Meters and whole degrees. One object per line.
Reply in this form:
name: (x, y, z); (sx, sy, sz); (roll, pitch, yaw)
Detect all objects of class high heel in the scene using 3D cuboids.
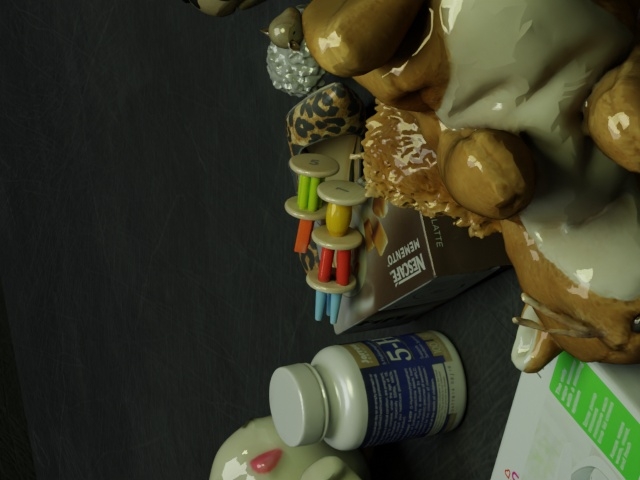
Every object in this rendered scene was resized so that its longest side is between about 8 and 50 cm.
high heel: (0.020, -0.052, 2.002); (0.261, 0.093, 0.186); (110, 148, -66)

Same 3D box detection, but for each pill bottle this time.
pill bottle: (0.048, 0.160, 1.897); (0.112, 0.186, 0.112); (27, 121, 59)

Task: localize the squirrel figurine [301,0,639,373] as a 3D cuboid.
squirrel figurine: (0.171, -0.089, 1.439); (0.370, 0.281, 0.397); (60, 176, -17)

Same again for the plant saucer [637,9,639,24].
plant saucer: (0.223, -0.342, 1.519); (0.332, 0.084, 0.332); (28, 122, 59)

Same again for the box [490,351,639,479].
box: (0.265, 0.209, 1.535); (0.231, 0.126, 0.262); (53, 142, 43)

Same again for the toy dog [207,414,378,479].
toy dog: (0.013, 0.363, 1.985); (0.395, 0.284, 0.408); (42, -162, -55)

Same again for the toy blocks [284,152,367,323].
toy blocks: (0.000, 0.000, 1.877); (0.123, 0.054, 0.148); (-134, 45, -53)

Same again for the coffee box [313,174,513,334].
coffee box: (0.091, -0.002, 1.866); (0.246, 0.098, 0.141); (-33, 67, 62)

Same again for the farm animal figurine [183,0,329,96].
farm animal figurine: (-0.079, -0.351, 1.949); (0.330, 0.172, 0.327); (53, 147, 19)
